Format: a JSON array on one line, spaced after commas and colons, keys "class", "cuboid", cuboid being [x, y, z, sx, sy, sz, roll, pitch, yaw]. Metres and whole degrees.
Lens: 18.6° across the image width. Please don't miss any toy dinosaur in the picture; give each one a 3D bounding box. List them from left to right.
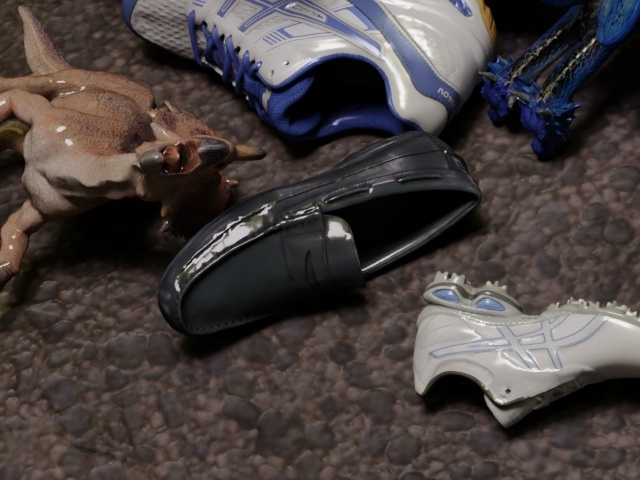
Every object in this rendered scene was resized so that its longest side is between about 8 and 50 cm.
[{"class": "toy dinosaur", "cuboid": [-0.146, -0.069, 1.349, 0.200, 0.127, 0.296, -12, 33, -4]}]

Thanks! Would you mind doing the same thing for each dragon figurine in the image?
[{"class": "dragon figurine", "cuboid": [0.194, -0.180, 1.263, 0.085, 0.289, 0.144, 41, 49, 20]}]

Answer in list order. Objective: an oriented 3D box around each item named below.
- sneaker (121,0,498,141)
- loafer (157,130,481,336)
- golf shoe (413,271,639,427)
[{"class": "sneaker", "cuboid": [-0.030, -0.140, 1.380, 0.296, 0.112, 0.131, 10, 53, 27]}, {"class": "loafer", "cuboid": [0.000, 0.000, 1.259, 0.223, 0.076, 0.078, -28, 38, -14]}, {"class": "golf shoe", "cuboid": [0.138, 0.077, 1.167, 0.176, 0.069, 0.086, 8, 70, 28]}]
